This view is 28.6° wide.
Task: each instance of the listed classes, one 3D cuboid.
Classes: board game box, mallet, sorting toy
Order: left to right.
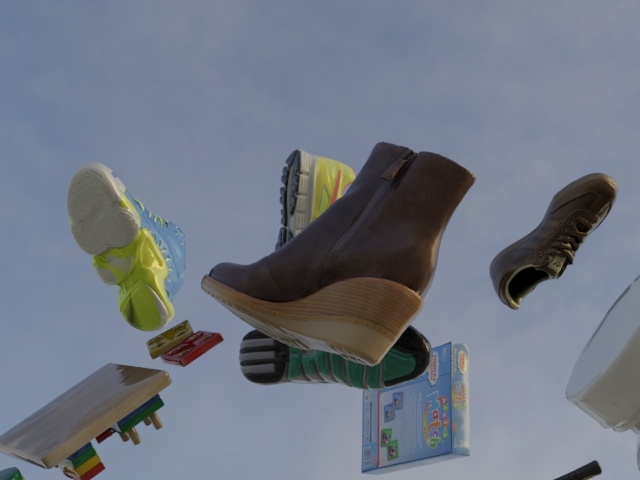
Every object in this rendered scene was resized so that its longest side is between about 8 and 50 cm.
[{"bbox_3d":[-0.199,0.162,1.124,0.132,0.274,0.046,-3,-62,57],"label":"sorting toy"},{"bbox_3d":[0.135,0.246,1.817,0.039,0.160,0.211,14,-23,-30],"label":"board game box"},{"bbox_3d":[0.178,0.251,1.189,0.190,0.039,0.062,-28,-28,3],"label":"mallet"}]

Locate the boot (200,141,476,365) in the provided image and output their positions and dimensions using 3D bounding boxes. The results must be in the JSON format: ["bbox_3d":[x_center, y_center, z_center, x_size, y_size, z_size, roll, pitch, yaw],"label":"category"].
[{"bbox_3d":[0.015,0.001,1.204,0.248,0.207,0.090,15,-18,41],"label":"boot"}]

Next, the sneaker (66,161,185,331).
[{"bbox_3d":[-0.236,-0.009,1.566,0.091,0.126,0.240,-4,-59,21],"label":"sneaker"}]

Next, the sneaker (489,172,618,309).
[{"bbox_3d":[0.271,0.007,1.417,0.066,0.071,0.188,26,-58,-27],"label":"sneaker"}]

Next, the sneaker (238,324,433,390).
[{"bbox_3d":[0.027,0.119,1.350,0.224,0.083,0.098,-2,-8,28],"label":"sneaker"}]

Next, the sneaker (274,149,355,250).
[{"bbox_3d":[0.000,0.000,1.489,0.094,0.081,0.208,3,-79,-21],"label":"sneaker"}]

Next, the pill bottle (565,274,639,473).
[{"bbox_3d":[0.355,0.155,0.951,0.318,0.176,0.176,34,-57,2],"label":"pill bottle"}]
